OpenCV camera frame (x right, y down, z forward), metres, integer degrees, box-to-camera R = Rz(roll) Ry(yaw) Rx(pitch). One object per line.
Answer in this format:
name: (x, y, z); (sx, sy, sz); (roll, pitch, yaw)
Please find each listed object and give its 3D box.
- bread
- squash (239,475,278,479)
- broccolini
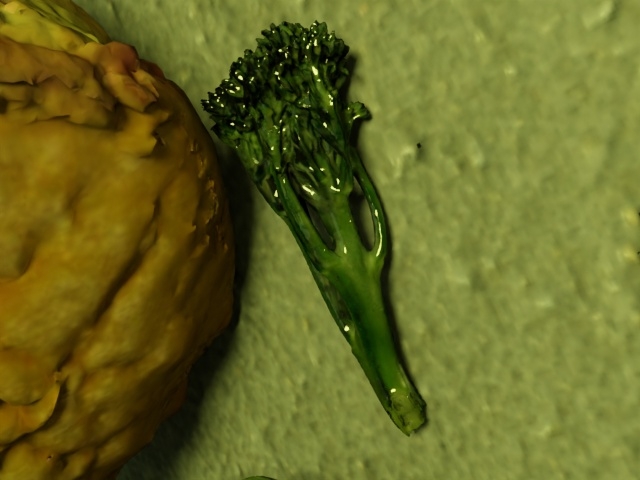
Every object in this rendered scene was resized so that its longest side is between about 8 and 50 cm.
bread: (-0.224, 0.022, 0.490); (0.215, 0.398, 0.398); (49, 134, 38)
squash: (-0.008, 0.205, 0.497); (0.123, 0.170, 0.170); (6, 109, 28)
broccolini: (0.011, -0.005, 0.492); (0.074, 0.058, 0.201); (0, 120, 60)
